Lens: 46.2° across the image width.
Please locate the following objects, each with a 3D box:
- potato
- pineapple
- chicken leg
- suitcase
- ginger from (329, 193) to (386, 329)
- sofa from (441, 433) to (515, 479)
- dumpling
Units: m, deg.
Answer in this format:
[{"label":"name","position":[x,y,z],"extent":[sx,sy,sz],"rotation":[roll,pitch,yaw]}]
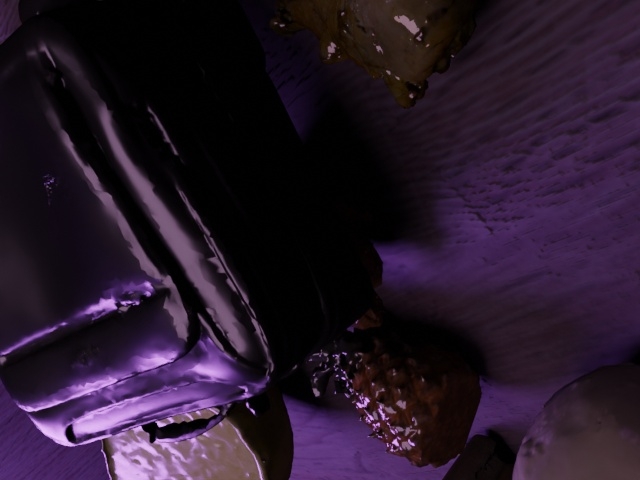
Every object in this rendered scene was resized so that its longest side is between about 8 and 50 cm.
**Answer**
[{"label":"potato","position":[-0.143,0.224,1.020],"extent":[0.280,0.213,0.330],"rotation":[9,123,25]},{"label":"pineapple","position":[0.037,0.113,0.714],"extent":[0.237,0.111,0.119],"rotation":[26,116,41]},{"label":"chicken leg","position":[0.025,-0.131,0.457],"extent":[0.178,0.070,0.093],"rotation":[23,127,49]},{"label":"suitcase","position":[-0.158,-0.001,0.610],"extent":[0.345,0.188,0.339],"rotation":[-24,97,40]},{"label":"ginger","position":[0.000,0.000,0.649],"extent":[0.162,0.073,0.103],"rotation":[37,153,25]},{"label":"sofa","position":[0.169,0.348,0.731],"extent":[0.182,0.200,0.258],"rotation":[4,132,47]},{"label":"dumpling","position":[0.194,0.180,0.493],"extent":[0.147,0.193,0.258],"rotation":[40,148,2]}]
